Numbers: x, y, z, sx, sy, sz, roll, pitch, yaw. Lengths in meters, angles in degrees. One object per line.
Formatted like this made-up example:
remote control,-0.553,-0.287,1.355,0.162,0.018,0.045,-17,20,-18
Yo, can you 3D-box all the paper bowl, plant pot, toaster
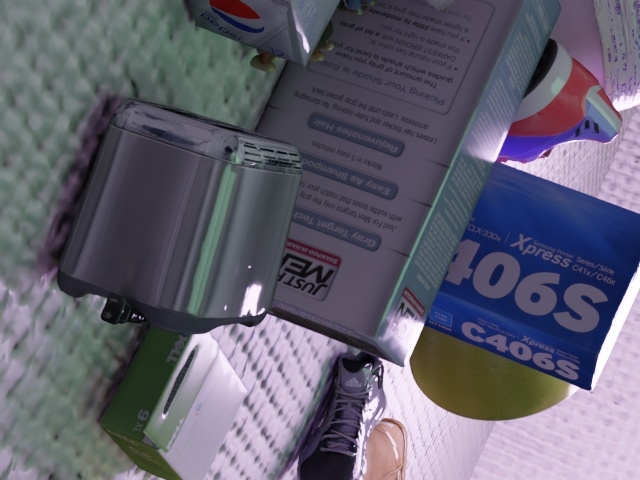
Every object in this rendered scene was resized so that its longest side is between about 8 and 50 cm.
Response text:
paper bowl,0.258,-0.266,1.621,0.284,0.148,0.284,165,-90,-89
plant pot,0.223,0.044,2.119,0.275,0.275,0.293,-57,144,-35
toaster,-0.100,-0.017,1.149,0.227,0.129,0.146,1,106,-71

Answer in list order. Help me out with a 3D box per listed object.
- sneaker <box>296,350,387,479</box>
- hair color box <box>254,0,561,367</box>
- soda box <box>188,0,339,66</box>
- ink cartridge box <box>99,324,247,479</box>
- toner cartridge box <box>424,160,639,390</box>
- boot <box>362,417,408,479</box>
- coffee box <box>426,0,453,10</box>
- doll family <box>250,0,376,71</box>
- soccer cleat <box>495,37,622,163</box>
sneaker,0.027,0.216,1.976,0.229,0.086,0.132,-65,163,-50
hair color box,0.057,-0.097,1.425,0.374,0.185,0.113,-65,157,-10
soda box,0.002,-0.280,1.185,0.286,0.098,0.091,-62,164,-19
ink cartridge box,-0.130,0.135,1.359,0.109,0.062,0.209,-63,163,-17
toner cartridge box,0.131,0.001,1.519,0.165,0.348,0.075,-59,161,-30
boot,0.056,0.362,2.189,0.269,0.089,0.236,4,83,-75
coffee box,0.126,-0.328,1.315,0.141,0.098,0.246,-38,-154,37
doll family,0.003,-0.223,1.323,0.193,0.076,0.111,-58,158,-48
soccer cleat,0.172,-0.116,1.613,0.318,0.116,0.108,-16,-138,59
